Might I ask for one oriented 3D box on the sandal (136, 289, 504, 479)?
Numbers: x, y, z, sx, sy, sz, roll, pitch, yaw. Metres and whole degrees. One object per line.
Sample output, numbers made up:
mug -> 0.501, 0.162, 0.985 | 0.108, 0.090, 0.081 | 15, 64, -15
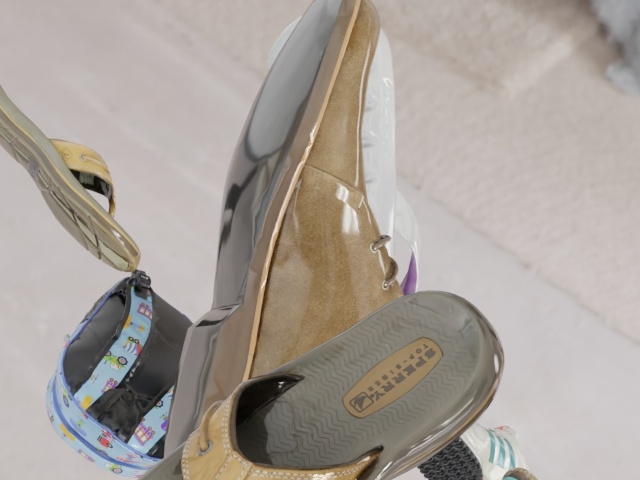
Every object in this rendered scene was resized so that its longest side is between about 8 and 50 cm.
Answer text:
sandal -> -0.011, 0.090, 0.664 | 0.219, 0.060, 0.090 | -37, 60, -16

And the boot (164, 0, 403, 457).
boot -> 0.000, 0.000, 0.964 | 0.115, 0.305, 0.112 | 15, -2, -15

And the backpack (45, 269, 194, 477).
backpack -> -0.161, 0.135, 1.401 | 0.158, 0.117, 0.173 | 39, 34, -4

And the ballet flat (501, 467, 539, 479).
ballet flat -> 0.183, 0.259, 1.188 | 0.067, 0.206, 0.073 | -14, 4, -25

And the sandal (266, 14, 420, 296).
sandal -> 0.021, 0.021, 1.323 | 0.169, 0.416, 0.102 | 8, 2, 45

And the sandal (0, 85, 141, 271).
sandal -> -0.187, -0.054, 1.208 | 0.049, 0.072, 0.180 | -39, 91, -20

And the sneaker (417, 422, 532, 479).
sneaker -> 0.129, 0.175, 1.349 | 0.161, 0.057, 0.075 | 49, 39, -32
